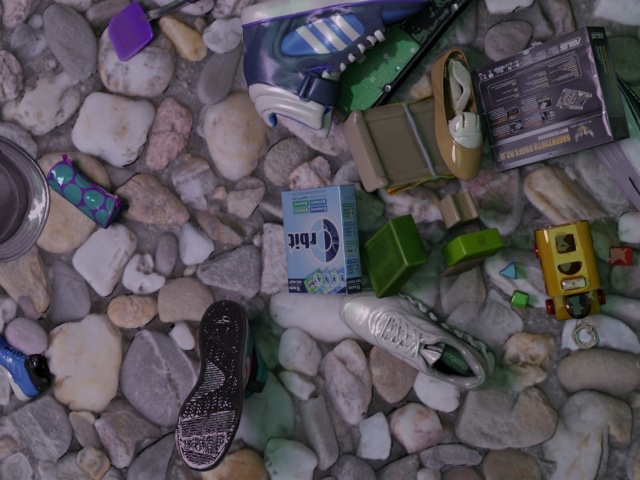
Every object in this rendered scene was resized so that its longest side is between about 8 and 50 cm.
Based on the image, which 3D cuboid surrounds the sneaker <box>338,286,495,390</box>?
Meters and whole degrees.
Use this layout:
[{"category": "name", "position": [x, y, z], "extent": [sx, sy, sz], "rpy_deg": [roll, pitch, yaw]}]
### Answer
[{"category": "sneaker", "position": [0.163, 0.168, 1.579], "extent": [0.292, 0.118, 0.110], "rpy_deg": [26, 98, 10]}]

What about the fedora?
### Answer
[{"category": "fedora", "position": [-0.663, -0.083, 1.720], "extent": [0.275, 0.124, 0.243], "rpy_deg": [33, 98, 8]}]

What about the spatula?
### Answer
[{"category": "spatula", "position": [-0.265, -0.434, 1.679], "extent": [0.296, 0.030, 0.084], "rpy_deg": [-28, 85, 11]}]

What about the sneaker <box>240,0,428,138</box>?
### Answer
[{"category": "sneaker", "position": [0.032, -0.294, 1.528], "extent": [0.323, 0.130, 0.236], "rpy_deg": [-8, 101, 6]}]

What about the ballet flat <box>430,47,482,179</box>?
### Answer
[{"category": "ballet flat", "position": [0.229, -0.216, 1.532], "extent": [0.080, 0.073, 0.232], "rpy_deg": [-2, 69, -19]}]

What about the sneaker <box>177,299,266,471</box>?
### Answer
[{"category": "sneaker", "position": [-0.172, 0.273, 1.613], "extent": [0.124, 0.178, 0.295], "rpy_deg": [4, 64, 11]}]

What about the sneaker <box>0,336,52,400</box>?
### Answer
[{"category": "sneaker", "position": [-0.570, 0.224, 1.746], "extent": [0.085, 0.058, 0.152], "rpy_deg": [-32, 90, 16]}]

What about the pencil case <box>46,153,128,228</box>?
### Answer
[{"category": "pencil case", "position": [-0.436, -0.090, 1.708], "extent": [0.152, 0.064, 0.070], "rpy_deg": [36, 114, 7]}]

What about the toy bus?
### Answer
[{"category": "toy bus", "position": [0.418, 0.062, 1.532], "extent": [0.202, 0.104, 0.191], "rpy_deg": [33, 98, 8]}]

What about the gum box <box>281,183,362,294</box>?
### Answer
[{"category": "gum box", "position": [0.000, 0.000, 1.597], "extent": [0.157, 0.041, 0.184], "rpy_deg": [-2, 93, 48]}]

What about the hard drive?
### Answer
[{"category": "hard drive", "position": [0.085, -0.387, 1.599], "extent": [0.237, 0.064, 0.339], "rpy_deg": [40, 98, 7]}]

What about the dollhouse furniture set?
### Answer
[{"category": "dollhouse furniture set", "position": [0.158, -0.081, 1.582], "extent": [0.198, 0.151, 0.301], "rpy_deg": [-13, 72, -21]}]

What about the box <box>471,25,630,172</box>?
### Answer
[{"category": "box", "position": [0.369, -0.225, 1.493], "extent": [0.231, 0.056, 0.183], "rpy_deg": [-15, 89, 48]}]

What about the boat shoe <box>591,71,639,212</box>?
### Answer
[{"category": "boat shoe", "position": [0.527, -0.169, 1.510], "extent": [0.119, 0.121, 0.335], "rpy_deg": [-28, 86, -12]}]
